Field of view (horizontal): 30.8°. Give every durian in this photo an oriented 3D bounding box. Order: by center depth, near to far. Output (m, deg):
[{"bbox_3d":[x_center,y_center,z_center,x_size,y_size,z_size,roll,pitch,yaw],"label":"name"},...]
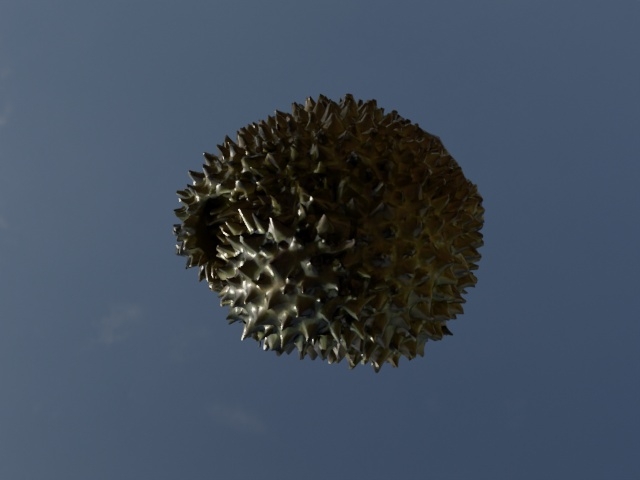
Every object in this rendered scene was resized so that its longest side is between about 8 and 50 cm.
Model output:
[{"bbox_3d":[0.001,-0.010,1.070,0.292,0.258,0.258,24,-128,36],"label":"durian"}]
